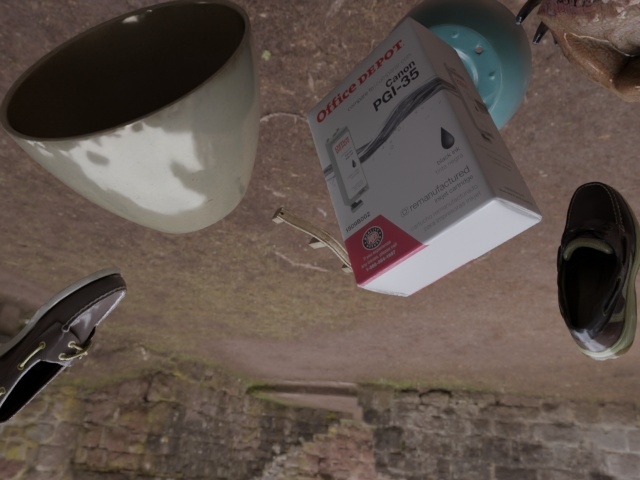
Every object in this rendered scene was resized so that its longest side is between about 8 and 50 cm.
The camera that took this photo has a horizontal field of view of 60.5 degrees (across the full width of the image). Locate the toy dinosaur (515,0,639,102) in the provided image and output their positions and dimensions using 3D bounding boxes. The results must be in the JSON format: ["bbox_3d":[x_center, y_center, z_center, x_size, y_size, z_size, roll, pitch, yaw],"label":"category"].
[{"bbox_3d":[0.202,-0.155,0.357,0.295,0.200,0.127,-18,151,-50],"label":"toy dinosaur"}]

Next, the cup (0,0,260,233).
[{"bbox_3d":[-0.217,-0.149,0.771,0.331,0.331,0.237,-2,137,18],"label":"cup"}]

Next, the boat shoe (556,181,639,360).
[{"bbox_3d":[0.209,0.012,0.416,0.056,0.152,0.049,-17,137,39],"label":"boat shoe"}]

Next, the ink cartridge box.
[{"bbox_3d":[0.113,-0.102,0.703,0.117,0.283,0.207,14,140,-43],"label":"ink cartridge box"}]

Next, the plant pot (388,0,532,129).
[{"bbox_3d":[0.234,-0.296,0.994,0.293,0.293,0.235,-2,-159,18],"label":"plant pot"}]

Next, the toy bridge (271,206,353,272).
[{"bbox_3d":[0.000,0.000,1.007,0.188,0.026,0.063,35,162,-15],"label":"toy bridge"}]

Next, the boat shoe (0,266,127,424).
[{"bbox_3d":[-0.439,0.172,0.906,0.324,0.097,0.116,-39,165,2],"label":"boat shoe"}]
